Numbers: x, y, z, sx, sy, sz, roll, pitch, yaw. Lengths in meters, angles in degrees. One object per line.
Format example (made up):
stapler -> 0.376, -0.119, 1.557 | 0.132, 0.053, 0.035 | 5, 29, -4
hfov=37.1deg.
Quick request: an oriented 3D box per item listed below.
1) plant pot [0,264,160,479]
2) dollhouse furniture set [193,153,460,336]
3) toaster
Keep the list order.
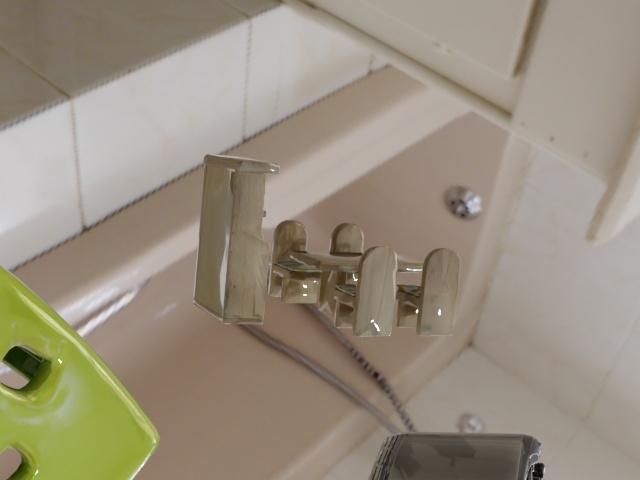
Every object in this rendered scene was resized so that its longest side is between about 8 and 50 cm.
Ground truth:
plant pot -> -0.233, 0.049, 0.341 | 0.227, 0.228, 0.207 | -46, 140, -28
dollhouse furniture set -> 0.000, 0.000, 1.018 | 0.242, 0.212, 0.161 | 2, 97, -27
toaster -> 0.117, 0.248, 0.834 | 0.227, 0.146, 0.129 | -59, 147, -60
